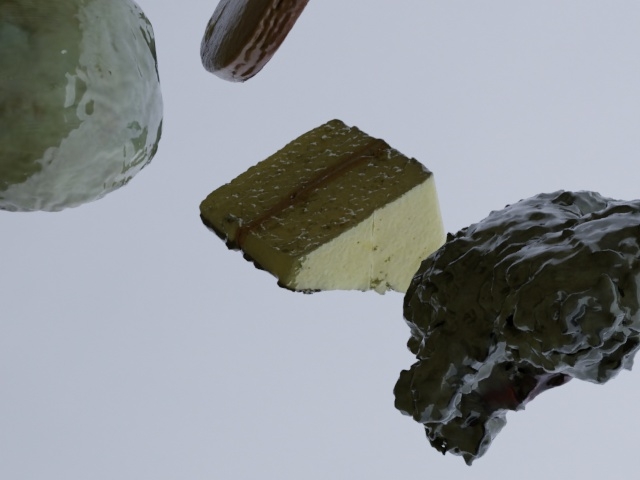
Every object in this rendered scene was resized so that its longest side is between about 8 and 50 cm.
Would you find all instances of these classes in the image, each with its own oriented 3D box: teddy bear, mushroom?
[{"bbox_3d":[0.230,0.075,1.571,0.357,0.224,0.367,-37,-168,-2],"label":"teddy bear"},{"bbox_3d":[-0.218,-0.150,1.371,0.267,0.164,0.189,-112,-159,-64],"label":"mushroom"}]

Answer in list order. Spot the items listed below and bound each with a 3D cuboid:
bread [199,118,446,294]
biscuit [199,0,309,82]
[{"bbox_3d":[0.000,0.000,2.056,0.236,0.198,0.263,-26,-148,-20],"label":"bread"},{"bbox_3d":[-0.047,-0.299,1.755,0.277,0.052,0.262,-57,-162,8],"label":"biscuit"}]
